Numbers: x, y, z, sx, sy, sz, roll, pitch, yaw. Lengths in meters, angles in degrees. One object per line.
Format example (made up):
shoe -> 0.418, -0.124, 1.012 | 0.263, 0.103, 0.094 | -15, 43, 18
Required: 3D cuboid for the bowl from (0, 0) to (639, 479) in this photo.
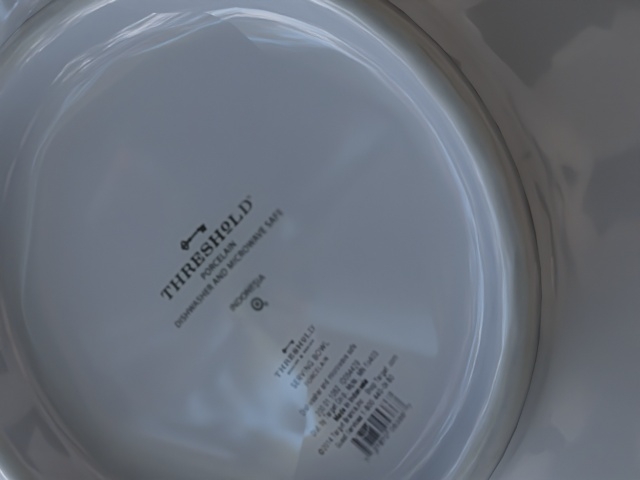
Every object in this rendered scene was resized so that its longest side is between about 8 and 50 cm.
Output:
bowl -> 0.000, 0.000, 0.462 | 0.298, 0.298, 0.134 | 48, -157, 9
